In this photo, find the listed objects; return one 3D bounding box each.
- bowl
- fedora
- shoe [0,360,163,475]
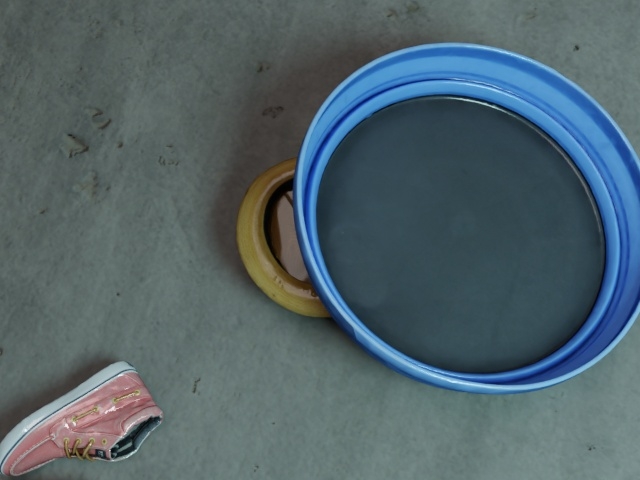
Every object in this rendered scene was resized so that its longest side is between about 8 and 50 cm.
[{"bbox_3d":[0.160,-0.024,1.105,0.391,0.077,0.391,4,68,-9],"label":"bowl"},{"bbox_3d":[0.000,0.000,1.164,0.194,0.079,0.194,-1,71,2],"label":"fedora"},{"bbox_3d":[-0.255,0.209,1.106,0.178,0.063,0.081,-35,61,-14],"label":"shoe"}]
